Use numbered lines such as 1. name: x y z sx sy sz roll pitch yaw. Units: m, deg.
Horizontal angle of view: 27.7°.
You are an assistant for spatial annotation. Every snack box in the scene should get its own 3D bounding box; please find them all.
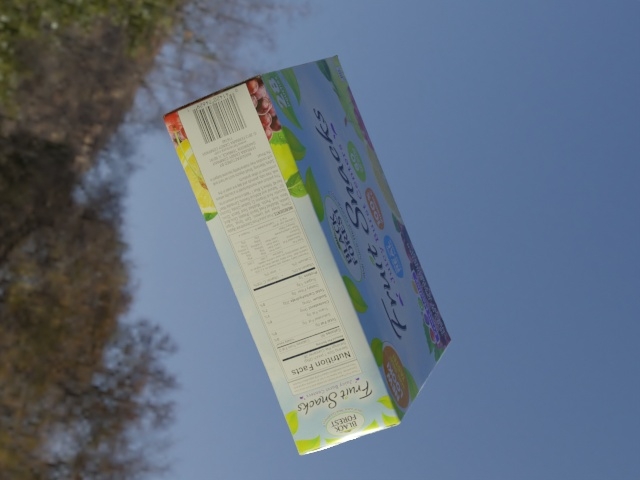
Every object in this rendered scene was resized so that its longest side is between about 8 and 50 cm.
1. snack box: 0.000 0.000 0.784 0.070 0.207 0.174 -22 -176 18
